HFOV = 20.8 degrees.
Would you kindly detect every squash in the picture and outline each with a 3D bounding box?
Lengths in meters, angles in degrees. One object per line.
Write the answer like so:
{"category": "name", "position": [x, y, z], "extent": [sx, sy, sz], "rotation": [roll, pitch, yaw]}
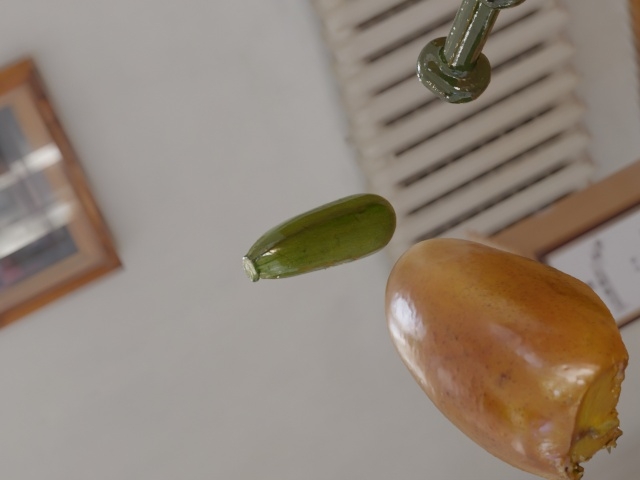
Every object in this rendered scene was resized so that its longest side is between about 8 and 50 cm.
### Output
{"category": "squash", "position": [0.000, 0.000, 1.721], "extent": [0.066, 0.201, 0.066], "rotation": [19, 119, 39]}

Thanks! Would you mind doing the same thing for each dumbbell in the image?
{"category": "dumbbell", "position": [0.098, -0.139, 1.119], "extent": [0.052, 0.046, 0.118], "rotation": [35, 145, 11]}

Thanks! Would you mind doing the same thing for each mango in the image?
{"category": "mango", "position": [0.135, 0.073, 1.301], "extent": [0.252, 0.154, 0.126], "rotation": [46, 137, 48]}
